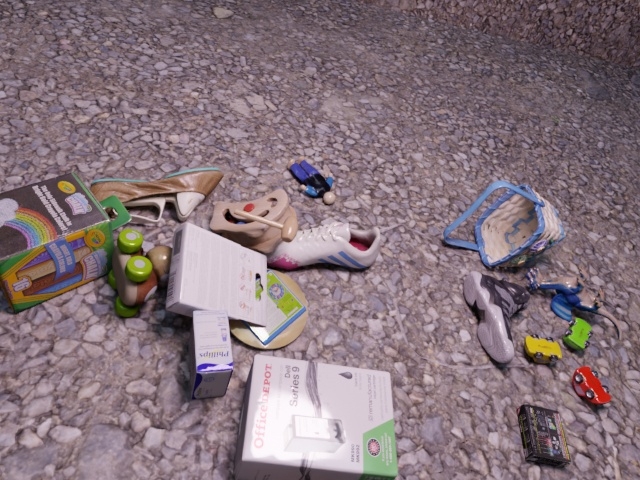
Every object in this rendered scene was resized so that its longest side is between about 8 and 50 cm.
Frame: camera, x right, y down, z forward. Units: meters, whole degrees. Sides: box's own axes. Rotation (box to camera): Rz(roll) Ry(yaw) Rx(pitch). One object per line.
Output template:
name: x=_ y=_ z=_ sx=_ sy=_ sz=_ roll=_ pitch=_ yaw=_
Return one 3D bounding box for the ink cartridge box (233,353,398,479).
ink cartridge box: x=-0.010 y=0.360 z=0.953 sx=0.288 sy=0.122 sz=0.211 roll=10 pitch=47 yaw=-9

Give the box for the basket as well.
basket: x=0.538 y=-0.047 z=1.405 sx=0.288 sy=0.255 sz=0.201 roll=18 pitch=48 yaw=-18

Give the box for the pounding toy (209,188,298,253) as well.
pounding toy: x=-0.158 y=-0.074 z=1.196 sx=0.269 sy=0.155 sz=0.154 roll=6 pitch=52 yaw=28

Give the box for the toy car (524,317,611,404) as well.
toy car: x=0.661 y=0.294 z=1.283 sx=0.239 sy=0.053 sz=0.225 roll=38 pitch=49 yaw=14

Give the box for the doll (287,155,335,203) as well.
doll: x=-0.016 y=-0.183 z=1.481 sx=0.129 sy=0.046 sz=0.189 roll=-23 pitch=60 yaw=-32

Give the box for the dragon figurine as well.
dragon figurine: x=0.719 y=0.171 z=1.387 sx=0.289 sy=0.144 sz=0.085 roll=46 pitch=47 yaw=-3

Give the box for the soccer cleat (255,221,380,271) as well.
soccer cleat: x=0.000 y=0.000 z=1.259 sx=0.330 sy=0.143 sz=0.116 roll=3 pitch=49 yaw=-16

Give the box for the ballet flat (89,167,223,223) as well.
ballet flat: x=-0.410 y=-0.106 z=1.252 sx=0.341 sy=0.116 sz=0.124 roll=-9 pitch=74 yaw=-25

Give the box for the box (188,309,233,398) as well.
box: x=-0.227 y=0.232 z=0.992 sx=0.072 sy=0.126 sz=0.137 roll=1 pitch=50 yaw=-20

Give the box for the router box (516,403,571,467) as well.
router box: x=0.508 y=0.444 z=1.109 sx=0.092 sy=0.038 sz=0.123 roll=14 pitch=48 yaw=-6

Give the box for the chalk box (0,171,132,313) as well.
chalk box: x=-0.567 y=-0.012 z=1.061 sx=0.288 sy=0.179 sz=0.180 roll=-26 pitch=61 yaw=-36

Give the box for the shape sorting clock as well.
shape sorting clock: x=-0.130 y=0.158 z=1.146 sx=0.206 sy=0.040 sz=0.207 roll=11 pitch=57 yaw=-17

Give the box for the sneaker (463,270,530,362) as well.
sneaker: x=0.488 y=0.194 z=1.277 sx=0.152 sy=0.101 sz=0.269 roll=3 pitch=47 yaw=-13

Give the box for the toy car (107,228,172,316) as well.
toy car: x=-0.359 y=0.068 z=1.089 sx=0.188 sy=0.155 sz=0.149 roll=-3 pitch=50 yaw=-37

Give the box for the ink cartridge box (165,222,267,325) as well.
ink cartridge box: x=-0.223 y=0.088 z=1.080 sx=0.232 sy=0.066 sz=0.189 roll=30 pitch=46 yaw=-44
